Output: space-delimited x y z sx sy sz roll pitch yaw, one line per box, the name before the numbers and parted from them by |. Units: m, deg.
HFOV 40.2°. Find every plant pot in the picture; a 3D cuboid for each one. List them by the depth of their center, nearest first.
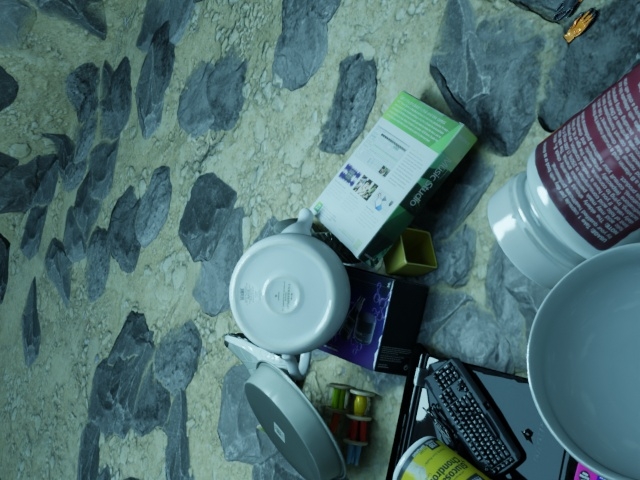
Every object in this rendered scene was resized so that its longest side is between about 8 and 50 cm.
plant pot | 0.167 0.031 1.719 0.083 0.082 0.081 -40 51 47

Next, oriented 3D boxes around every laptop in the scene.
laptop | 0.242 0.395 1.482 0.408 0.236 0.381 45 -122 -86

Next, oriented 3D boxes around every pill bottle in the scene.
pill bottle | 0.449 -0.104 1.278 0.392 0.224 0.224 -41 50 37
pill bottle | 0.205 0.384 1.307 0.184 0.103 0.103 33 107 35

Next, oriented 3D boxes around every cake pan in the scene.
cake pan | -0.060 0.377 1.779 0.293 0.054 0.293 45 156 26

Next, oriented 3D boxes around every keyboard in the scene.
keyboard | 0.220 0.283 1.358 0.100 0.038 0.192 -45 57 21

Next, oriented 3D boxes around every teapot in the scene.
teapot | -0.046 0.107 1.726 0.252 0.187 0.256 46 101 11

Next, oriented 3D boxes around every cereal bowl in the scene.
cereal bowl | 0.465 0.179 1.202 0.339 0.141 0.338 -9 69 23

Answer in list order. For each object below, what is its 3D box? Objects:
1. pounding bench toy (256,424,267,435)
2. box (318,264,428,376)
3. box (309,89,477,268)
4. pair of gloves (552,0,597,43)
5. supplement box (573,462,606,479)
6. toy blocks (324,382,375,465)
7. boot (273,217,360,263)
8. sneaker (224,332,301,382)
pounding bench toy | -0.088 0.410 1.960 0.052 0.083 0.065 -29 27 42
box | 0.080 0.151 1.778 0.261 0.103 0.184 12 87 53
box | 0.136 -0.127 1.734 0.322 0.058 0.232 -52 36 6
pair of gloves | 0.446 -0.396 1.536 0.074 0.010 0.083 -43 49 37
supplement box | 0.421 0.433 1.255 0.111 0.114 0.220 16 95 52
toy blocks | 0.052 0.374 1.786 0.123 0.054 0.148 5 84 52
boot | 0.001 -0.002 1.919 0.208 0.190 0.076 -158 78 -79
sneaker | -0.146 0.280 2.032 0.271 0.100 0.108 19 101 52
